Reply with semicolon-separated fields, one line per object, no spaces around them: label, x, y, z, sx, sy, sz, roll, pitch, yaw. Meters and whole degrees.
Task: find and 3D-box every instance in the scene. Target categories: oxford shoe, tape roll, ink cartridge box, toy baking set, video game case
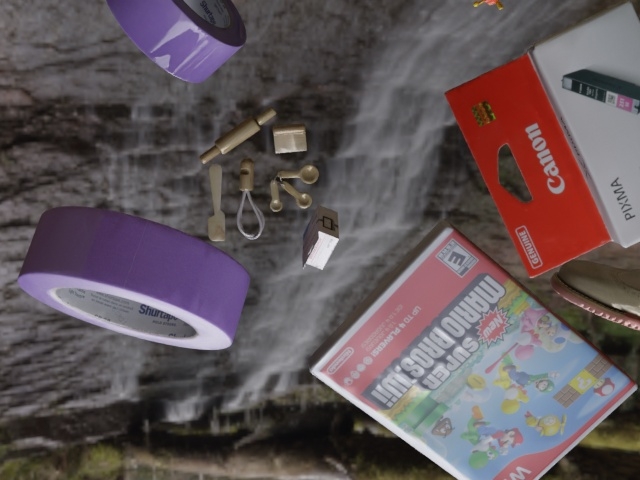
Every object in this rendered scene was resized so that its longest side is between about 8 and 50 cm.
oxford shoe;0.539;0.057;1.298;0.397;0.147;0.140;8;-160;-2
tape roll;-0.193;-0.311;1.197;0.080;0.189;0.189;-37;177;22
ink cartridge box;0.000;0.000;1.059;0.028;0.048;0.083;21;-152;-12
tape roll;-0.232;0.054;1.118;0.274;0.090;0.275;14;161;5
toy baking set;-0.121;-0.114;1.611;0.256;0.197;0.030;-30;-171;2
ink cartridge box;0.319;-0.117;1.095;0.239;0.275;0.060;-26;-174;5
video game case;0.158;0.137;0.909;0.285;0.204;0.025;38;-166;-18

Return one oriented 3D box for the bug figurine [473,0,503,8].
bug figurine;0.383;-0.577;1.741;0.279;0.216;0.072;-23;-174;-25
